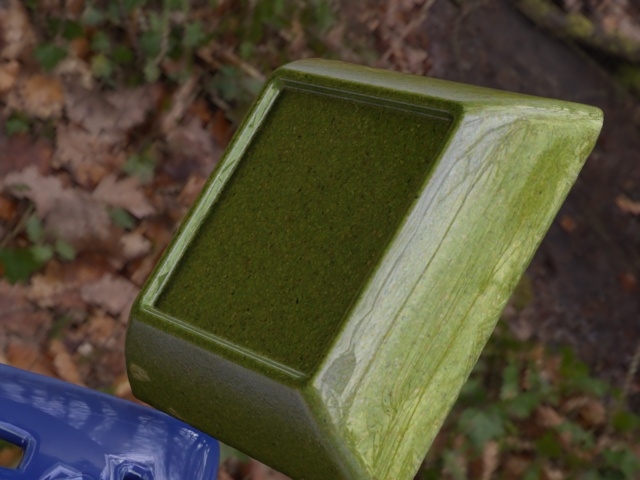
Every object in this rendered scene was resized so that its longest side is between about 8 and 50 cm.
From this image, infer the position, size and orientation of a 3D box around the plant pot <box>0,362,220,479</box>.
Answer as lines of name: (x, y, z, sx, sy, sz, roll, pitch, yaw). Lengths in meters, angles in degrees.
plant pot: (-0.202, 0.213, 0.822, 0.236, 0.236, 0.212, 19, 33, -13)

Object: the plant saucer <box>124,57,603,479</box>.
plant saucer: (0.000, 0.000, 0.674, 0.045, 0.188, 0.188, 37, 77, -38)
